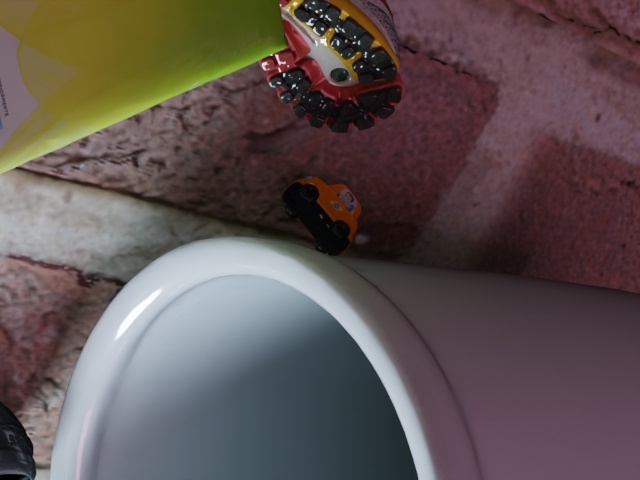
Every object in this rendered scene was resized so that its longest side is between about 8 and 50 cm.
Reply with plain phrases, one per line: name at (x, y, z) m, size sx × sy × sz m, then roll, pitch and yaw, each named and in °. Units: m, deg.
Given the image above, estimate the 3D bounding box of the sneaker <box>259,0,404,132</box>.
sneaker at (-0.036, -0.161, 0.690) m, size 0.088 × 0.092 × 0.225 m, roll -25°, pitch 123°, yaw 26°

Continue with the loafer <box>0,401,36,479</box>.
loafer at (-0.276, 0.178, 0.753) m, size 0.223 × 0.078 × 0.076 m, roll -33°, pitch 132°, yaw -11°

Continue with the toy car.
toy car at (0.000, 0.000, 0.856) m, size 0.040 × 0.060 × 0.122 m, roll -39°, pitch 161°, yaw -31°

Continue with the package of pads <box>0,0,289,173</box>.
package of pads at (-0.156, -0.146, 0.502) m, size 0.296 × 0.101 × 0.229 m, roll -31°, pitch 122°, yaw -41°

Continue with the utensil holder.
utensil holder at (0.078, 0.170, 0.797) m, size 0.385 × 0.327 × 0.327 m, roll 4°, pitch 117°, yaw -44°
